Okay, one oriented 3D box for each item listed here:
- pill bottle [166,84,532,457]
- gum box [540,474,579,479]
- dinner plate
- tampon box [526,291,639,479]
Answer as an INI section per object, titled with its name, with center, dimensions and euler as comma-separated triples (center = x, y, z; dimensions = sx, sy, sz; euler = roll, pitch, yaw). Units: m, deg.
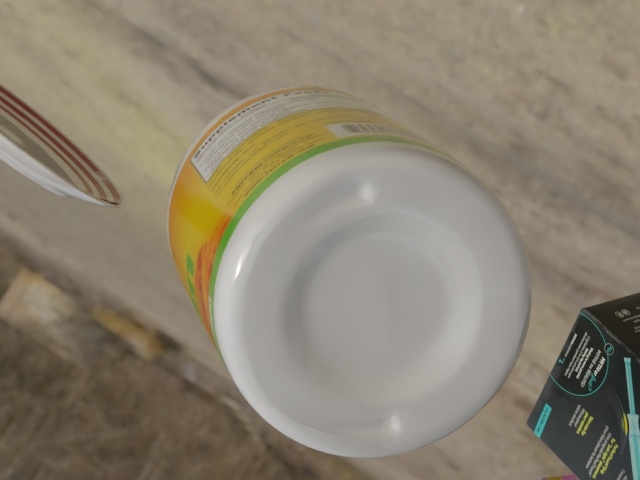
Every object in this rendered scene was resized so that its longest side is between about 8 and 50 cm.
[pill bottle]
center = 0.000, 0.000, 0.830
dimensions = 0.136, 0.136, 0.245
euler = 36, -176, -18
[gum box]
center = 0.269, 0.287, 1.507
dimensions = 0.107, 0.062, 0.188
euler = -3, -143, -22
[dinner plate]
center = -0.156, -0.056, 0.870
dimensions = 0.141, 0.017, 0.141
euler = 39, -176, -3
[tampon box]
center = 0.251, 0.131, 1.238
dimensions = 0.101, 0.120, 0.161
euler = -13, -134, -39
